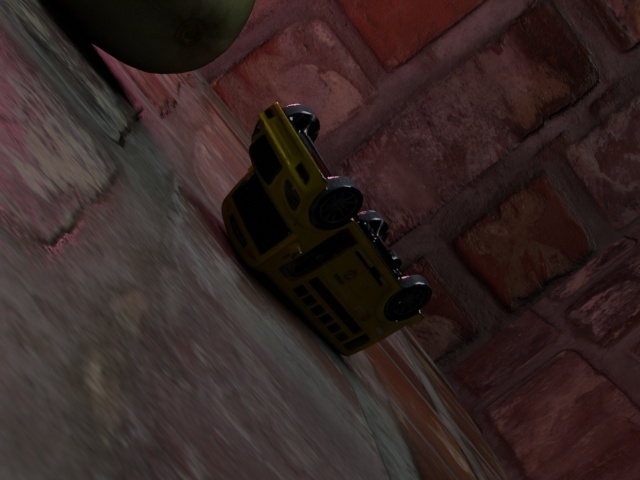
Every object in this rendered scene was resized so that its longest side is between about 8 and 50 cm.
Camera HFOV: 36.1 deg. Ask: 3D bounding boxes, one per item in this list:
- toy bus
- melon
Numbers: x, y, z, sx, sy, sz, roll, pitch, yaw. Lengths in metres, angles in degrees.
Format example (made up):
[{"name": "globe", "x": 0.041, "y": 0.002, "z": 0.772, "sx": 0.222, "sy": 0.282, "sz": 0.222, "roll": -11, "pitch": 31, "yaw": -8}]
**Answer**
[{"name": "toy bus", "x": 0.000, "y": 0.000, "z": 1.110, "sx": 0.331, "sy": 0.151, "sz": 0.145, "roll": 51, "pitch": 9, "yaw": -51}, {"name": "melon", "x": -0.201, "y": -0.338, "z": 1.145, "sx": 0.272, "sy": 0.271, "sz": 0.308, "roll": 27, "pitch": 45, "yaw": -82}]
